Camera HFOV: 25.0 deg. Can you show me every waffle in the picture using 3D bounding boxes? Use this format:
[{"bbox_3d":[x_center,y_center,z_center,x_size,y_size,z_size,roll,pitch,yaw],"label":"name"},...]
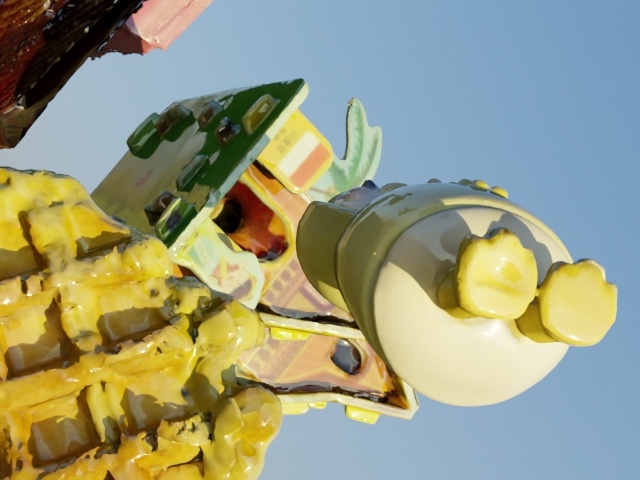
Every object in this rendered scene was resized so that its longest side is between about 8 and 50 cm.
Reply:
[{"bbox_3d":[-0.151,0.089,0.569,0.291,0.291,0.051,55,-15,14],"label":"waffle"}]

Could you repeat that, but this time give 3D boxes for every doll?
[{"bbox_3d":[0.060,0.011,0.848,0.296,0.141,0.117,-140,-116,-66],"label":"doll"}]

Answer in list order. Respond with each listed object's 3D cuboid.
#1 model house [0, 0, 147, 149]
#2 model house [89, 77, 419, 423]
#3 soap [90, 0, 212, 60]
[{"bbox_3d":[-0.269,-0.223,0.952,0.317,0.282,0.297,50,-32,-6],"label":"model house"},{"bbox_3d":[0.000,0.000,1.254,0.323,0.340,0.300,46,-18,-21],"label":"model house"},{"bbox_3d":[-0.164,-0.275,1.360,0.162,0.250,0.099,27,-22,31],"label":"soap"}]
